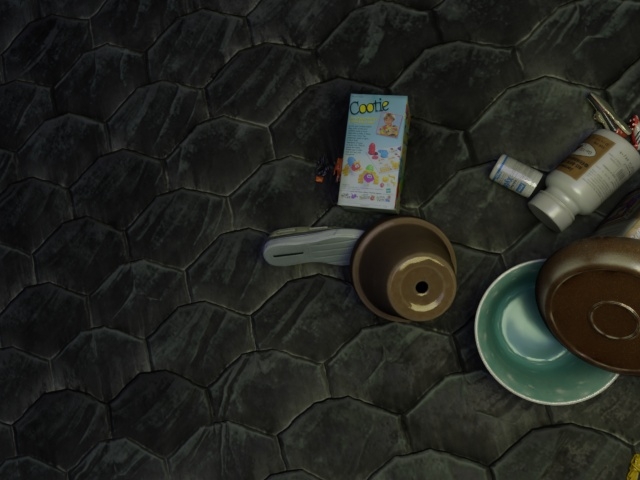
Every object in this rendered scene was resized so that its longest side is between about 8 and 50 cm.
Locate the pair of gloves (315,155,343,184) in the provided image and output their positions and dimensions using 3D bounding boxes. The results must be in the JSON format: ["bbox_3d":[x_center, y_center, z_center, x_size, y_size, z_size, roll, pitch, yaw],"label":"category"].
[{"bbox_3d":[0.027,-0.189,1.394,0.083,0.010,0.074,7,89,16],"label":"pair of gloves"}]

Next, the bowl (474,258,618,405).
[{"bbox_3d":[0.507,0.198,1.173,0.311,0.163,0.311,-1,85,14],"label":"bowl"}]

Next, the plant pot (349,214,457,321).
[{"bbox_3d":[0.204,0.084,1.184,0.263,0.229,0.263,0,100,-2],"label":"plant pot"}]

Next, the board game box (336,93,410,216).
[{"bbox_3d":[0.139,-0.209,1.301,0.144,0.142,0.275,7,88,14],"label":"board game box"}]

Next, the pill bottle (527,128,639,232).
[{"bbox_3d":[0.600,-0.133,1.192,0.229,0.131,0.131,-45,78,7],"label":"pill bottle"}]

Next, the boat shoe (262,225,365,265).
[{"bbox_3d":[0.000,0.000,1.342,0.302,0.109,0.094,-2,41,2],"label":"boat shoe"}]

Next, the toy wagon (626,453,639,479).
[{"bbox_3d":[0.853,0.568,1.111,0.344,0.068,0.267,19,90,14],"label":"toy wagon"}]

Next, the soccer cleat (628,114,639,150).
[{"bbox_3d":[0.749,-0.254,1.220,0.036,0.029,0.083,-3,88,4],"label":"soccer cleat"}]

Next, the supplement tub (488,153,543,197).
[{"bbox_3d":[0.472,-0.157,1.255,0.107,0.071,0.071,31,93,15],"label":"supplement tub"}]

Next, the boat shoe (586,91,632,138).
[{"bbox_3d":[0.677,-0.293,1.231,0.137,0.049,0.043,55,138,10],"label":"boat shoe"}]

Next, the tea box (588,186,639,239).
[{"bbox_3d":[0.740,0.051,1.044,0.323,0.329,0.220,41,96,14],"label":"tea box"}]

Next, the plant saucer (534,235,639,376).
[{"bbox_3d":[0.548,0.138,0.958,0.310,0.050,0.310,26,135,29],"label":"plant saucer"}]
